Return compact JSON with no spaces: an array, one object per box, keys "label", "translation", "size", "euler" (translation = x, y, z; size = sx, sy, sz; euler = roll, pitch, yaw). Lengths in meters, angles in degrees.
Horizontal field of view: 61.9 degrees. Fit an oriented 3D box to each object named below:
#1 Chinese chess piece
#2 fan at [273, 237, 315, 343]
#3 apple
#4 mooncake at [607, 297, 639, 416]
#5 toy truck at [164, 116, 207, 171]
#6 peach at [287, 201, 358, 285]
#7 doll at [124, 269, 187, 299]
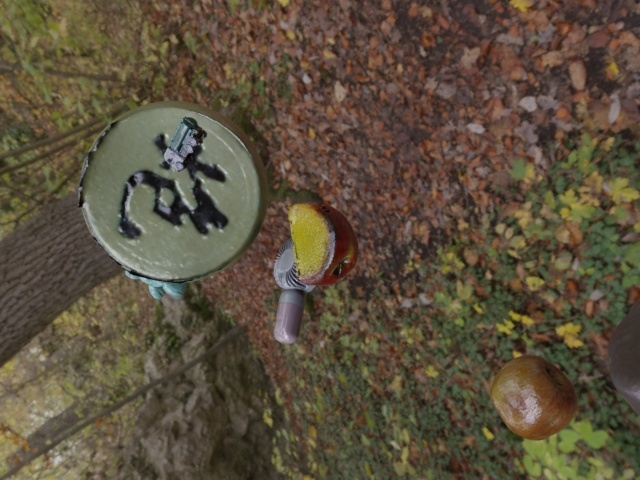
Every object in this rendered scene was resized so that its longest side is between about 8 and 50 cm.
[{"label":"Chinese chess piece","translation":[-0.275,-0.090,1.024],"size":[0.349,0.350,0.146],"euler":[55,179,-12]},{"label":"fan","translation":[-0.057,0.108,1.189],"size":[0.074,0.244,0.130],"euler":[22,160,-36]},{"label":"apple","translation":[0.562,0.414,1.415],"size":[0.211,0.188,0.211],"euler":[31,-153,-18]},{"label":"mooncake","translation":[0.518,0.128,0.645],"size":[0.154,0.306,0.306],"euler":[45,167,-2]},{"label":"toy truck","translation":[-0.212,-0.150,0.828],"size":[0.044,0.039,0.083],"euler":[36,125,-7]},{"label":"peach","translation":[0.004,0.002,0.963],"size":[0.093,0.127,0.172],"euler":[11,-143,-40]},{"label":"doll","translation":[-0.467,0.102,1.473],"size":[0.160,0.059,0.158],"euler":[-3,140,34]}]
